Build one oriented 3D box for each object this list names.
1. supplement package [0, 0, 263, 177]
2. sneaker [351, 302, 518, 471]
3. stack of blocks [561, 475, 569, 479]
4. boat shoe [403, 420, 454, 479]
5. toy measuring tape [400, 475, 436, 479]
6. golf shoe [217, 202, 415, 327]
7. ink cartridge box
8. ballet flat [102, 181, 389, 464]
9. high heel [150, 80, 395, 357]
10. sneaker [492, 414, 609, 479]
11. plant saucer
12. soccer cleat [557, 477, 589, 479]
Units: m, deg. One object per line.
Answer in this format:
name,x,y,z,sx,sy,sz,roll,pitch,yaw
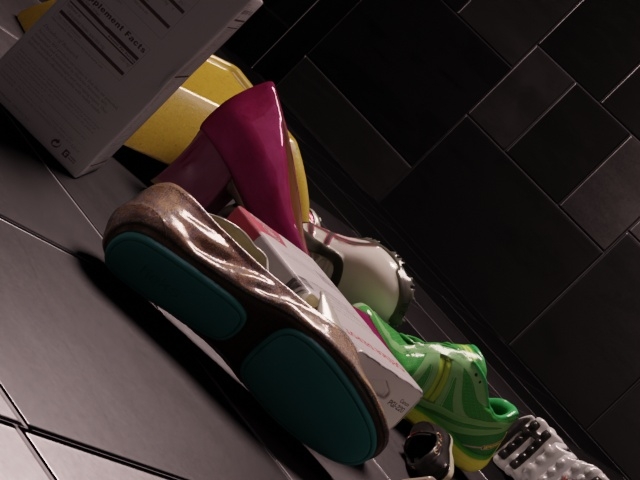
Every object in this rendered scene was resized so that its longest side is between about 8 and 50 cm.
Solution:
supplement package,-0.190,-0.197,1.665,0.134,0.244,0.139,45,6,-3
sneaker,0.124,0.153,2.003,0.295,0.123,0.109,43,3,-33
stack of blocks,0.356,0.420,1.975,0.297,0.087,0.171,46,6,6
boat shoe,0.116,0.224,1.849,0.042,0.049,0.133,52,9,-14
toy measuring tape,0.193,0.277,1.674,0.330,0.121,0.121,41,7,-35
golf shoe,-0.009,0.029,2.047,0.273,0.105,0.120,31,20,35
ink cartridge box,-0.017,0.088,1.665,0.218,0.092,0.158,48,6,36
ballet flat,-0.048,0.062,1.477,0.316,0.107,0.106,44,37,-16
high heel,0.000,0.000,1.863,0.377,0.181,0.127,46,-8,3
sneaker,0.341,0.352,2.287,0.118,0.110,0.292,52,2,-34
plant saucer,-0.175,-0.178,2.052,0.332,0.081,0.333,25,17,-33
soccer cleat,0.308,0.394,1.823,0.093,0.121,0.289,-13,65,-36
